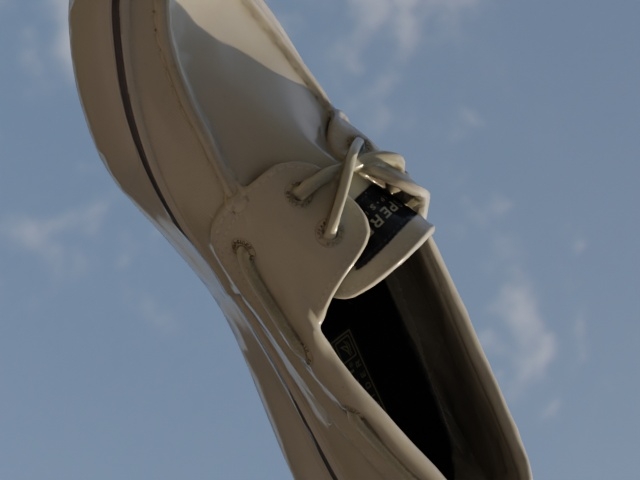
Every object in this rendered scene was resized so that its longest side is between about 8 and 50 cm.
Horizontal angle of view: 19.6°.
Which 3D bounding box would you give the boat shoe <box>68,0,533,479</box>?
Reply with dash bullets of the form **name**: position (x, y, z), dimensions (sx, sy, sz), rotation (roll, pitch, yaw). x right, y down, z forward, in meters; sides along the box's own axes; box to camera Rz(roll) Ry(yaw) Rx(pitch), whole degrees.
- **boat shoe**: position (0.000, 0.000, 0.691), dimensions (0.088, 0.096, 0.268), rotation (-8, -70, 47)
